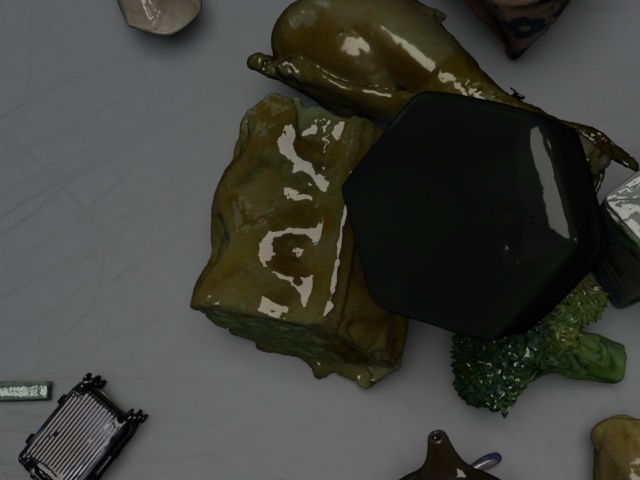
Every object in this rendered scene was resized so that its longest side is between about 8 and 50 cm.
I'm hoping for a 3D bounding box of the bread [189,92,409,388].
[{"bbox_3d":[-0.006,-0.002,1.344,0.196,0.238,0.252,4,70,44],"label":"bread"}]

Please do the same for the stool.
[{"bbox_3d":[0.145,-0.023,1.189,0.232,0.141,0.232,0,91,27],"label":"stool"}]

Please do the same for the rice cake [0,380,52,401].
[{"bbox_3d":[-0.355,0.166,1.414,0.121,0.021,0.022,-2,72,2],"label":"rice cake"}]

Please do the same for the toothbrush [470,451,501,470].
[{"bbox_3d":[0.086,0.311,1.348,0.269,0.021,0.027,-40,83,-6],"label":"toothbrush"}]

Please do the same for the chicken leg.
[{"bbox_3d":[0.131,-0.149,1.344,0.429,0.201,0.153,34,119,26],"label":"chicken leg"}]

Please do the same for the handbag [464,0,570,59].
[{"bbox_3d":[0.190,-0.339,1.401,0.251,0.193,0.190,43,78,14],"label":"handbag"}]

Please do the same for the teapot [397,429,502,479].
[{"bbox_3d":[0.118,0.318,1.221,0.185,0.175,0.268,-6,71,24],"label":"teapot"}]

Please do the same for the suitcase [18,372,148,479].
[{"bbox_3d":[-0.256,0.214,1.377,0.086,0.059,0.126,37,85,12],"label":"suitcase"}]

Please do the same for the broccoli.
[{"bbox_3d":[0.235,0.099,1.340,0.194,0.194,0.220,4,55,5],"label":"broccoli"}]

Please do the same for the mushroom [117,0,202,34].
[{"bbox_3d":[-0.204,-0.324,1.481,0.097,0.088,0.212,-39,69,28],"label":"mushroom"}]

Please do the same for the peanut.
[{"bbox_3d":[0.358,0.275,1.299,0.229,0.098,0.103,42,42,11],"label":"peanut"}]

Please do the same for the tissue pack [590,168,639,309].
[{"bbox_3d":[0.369,-0.005,1.292,0.159,0.229,0.145,-35,78,-5],"label":"tissue pack"}]
